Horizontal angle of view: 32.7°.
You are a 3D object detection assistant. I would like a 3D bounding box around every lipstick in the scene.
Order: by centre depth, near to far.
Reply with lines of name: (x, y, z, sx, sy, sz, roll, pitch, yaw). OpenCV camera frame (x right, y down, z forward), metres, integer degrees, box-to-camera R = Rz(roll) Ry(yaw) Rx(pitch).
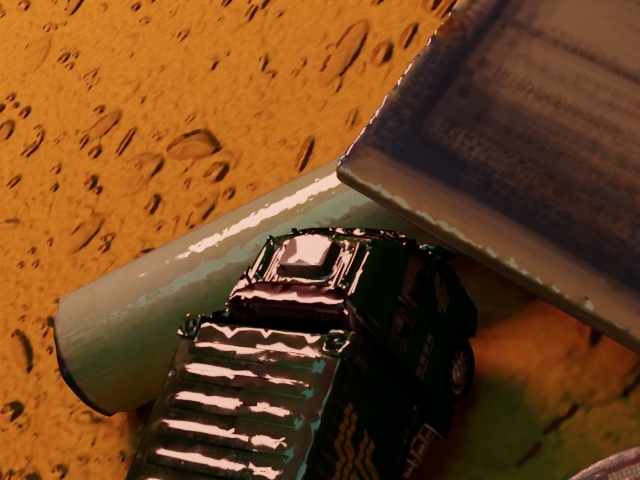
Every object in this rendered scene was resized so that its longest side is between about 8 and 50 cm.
lipstick: (0.000, 0.000, 0.565, 0.304, 0.076, 0.076, -27, 45, 12)

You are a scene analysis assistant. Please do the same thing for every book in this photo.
book: (0.186, -0.097, 0.499, 0.228, 0.018, 0.322, 31, 72, 19)

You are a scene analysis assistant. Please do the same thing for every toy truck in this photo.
toy truck: (-0.014, 0.113, 0.440, 0.088, 0.121, 0.259, 2, 60, 33)

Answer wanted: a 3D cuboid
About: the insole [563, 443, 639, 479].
insole: (0.165, 0.097, 0.430, 0.197, 0.004, 0.065, -24, 45, 14)
